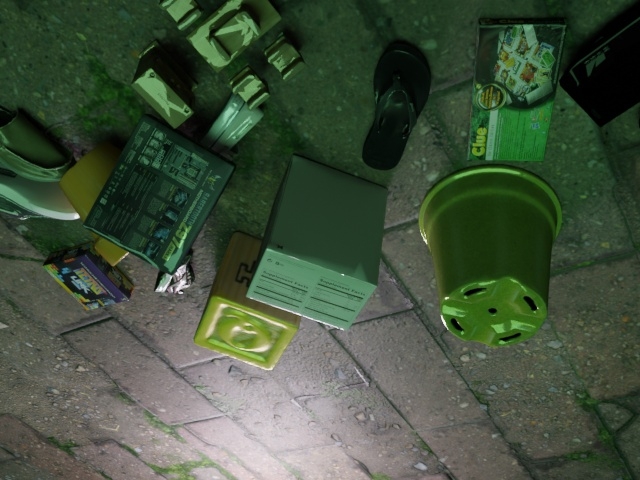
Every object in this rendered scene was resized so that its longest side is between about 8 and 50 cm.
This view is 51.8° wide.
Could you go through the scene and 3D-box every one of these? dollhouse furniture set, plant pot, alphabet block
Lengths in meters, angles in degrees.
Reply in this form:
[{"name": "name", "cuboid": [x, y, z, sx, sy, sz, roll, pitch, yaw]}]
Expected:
[{"name": "dollhouse furniture set", "cuboid": [-0.181, -0.321, 1.082, 0.242, 0.161, 0.212, -36, 119, 13]}, {"name": "plant pot", "cuboid": [0.316, 0.045, 1.221, 0.276, 0.254, 0.276, 6, 135, 6]}, {"name": "plant pot", "cuboid": [-0.401, -0.086, 1.303, 0.205, 0.205, 0.188, -34, 104, 36]}, {"name": "alphabet block", "cuboid": [-0.147, 0.133, 1.447, 0.193, 0.197, 0.192, 20, 135, -8]}]

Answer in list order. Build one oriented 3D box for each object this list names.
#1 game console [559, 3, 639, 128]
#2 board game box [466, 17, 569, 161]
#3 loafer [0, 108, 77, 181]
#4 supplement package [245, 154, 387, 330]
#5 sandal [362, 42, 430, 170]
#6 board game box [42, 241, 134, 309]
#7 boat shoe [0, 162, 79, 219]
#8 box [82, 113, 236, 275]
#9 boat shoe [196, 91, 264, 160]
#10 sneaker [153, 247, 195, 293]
[{"name": "game console", "cuboid": [0.568, -0.221, 1.050, 0.361, 0.044, 0.213, 35, 129, -23]}, {"name": "board game box", "cuboid": [0.320, -0.243, 1.097, 0.136, 0.030, 0.260, 2, 134, 8]}, {"name": "loafer", "cuboid": [-0.599, -0.198, 1.290, 0.251, 0.094, 0.087, 24, 138, -11]}, {"name": "supplement package", "cuboid": [0.000, 0.000, 1.237, 0.204, 0.262, 0.145, 19, 136, -8]}, {"name": "sandal", "cuboid": [0.131, -0.217, 1.142, 0.097, 0.054, 0.254, 9, 135, 3]}, {"name": "board game box", "cuboid": [-0.561, 0.090, 1.599, 0.141, 0.048, 0.170, -13, 130, 25]}, {"name": "boat shoe", "cuboid": [-0.637, -0.094, 1.394, 0.301, 0.108, 0.102, 16, 135, -1]}, {"name": "box", "cuboid": [-0.285, -0.081, 1.178, 0.183, 0.059, 0.233, 29, 98, -6]}, {"name": "boat shoe", "cuboid": [-0.188, -0.177, 1.230, 0.076, 0.083, 0.226, 32, 131, -18]}, {"name": "sneaker", "cuboid": [-0.322, 0.067, 1.524, 0.077, 0.072, 0.178, 18, 144, -22]}]
